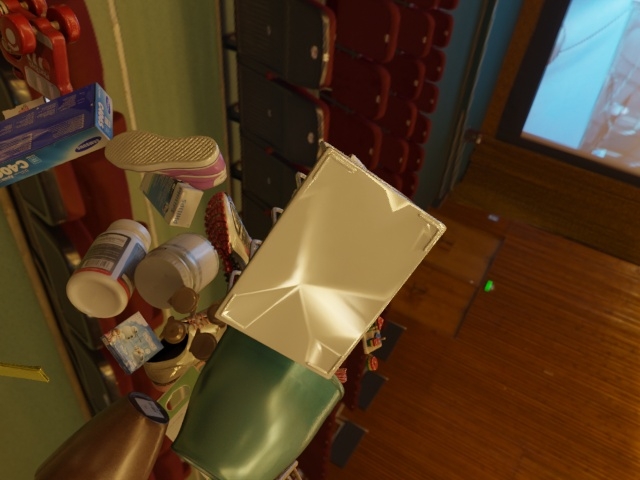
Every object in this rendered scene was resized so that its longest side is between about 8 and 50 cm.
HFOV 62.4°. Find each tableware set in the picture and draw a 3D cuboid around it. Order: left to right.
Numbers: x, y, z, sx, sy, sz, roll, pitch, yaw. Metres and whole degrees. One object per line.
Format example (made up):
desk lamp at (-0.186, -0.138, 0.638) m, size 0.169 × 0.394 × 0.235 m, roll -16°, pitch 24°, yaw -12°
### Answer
tableware set at (-0.290, 0.191, 1.225) m, size 0.020 × 0.168 × 0.141 m, roll 74°, pitch 40°, yaw -76°

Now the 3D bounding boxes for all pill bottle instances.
pill bottle at (-0.765, 0.092, 1.958) m, size 0.363 × 0.210 × 0.210 m, roll -85°, pitch -179°, yaw -53°

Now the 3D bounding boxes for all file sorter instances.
file sorter at (0.005, 0.015, 0.787) m, size 0.278 × 0.192 × 0.173 m, roll -54°, pitch -165°, yaw 14°

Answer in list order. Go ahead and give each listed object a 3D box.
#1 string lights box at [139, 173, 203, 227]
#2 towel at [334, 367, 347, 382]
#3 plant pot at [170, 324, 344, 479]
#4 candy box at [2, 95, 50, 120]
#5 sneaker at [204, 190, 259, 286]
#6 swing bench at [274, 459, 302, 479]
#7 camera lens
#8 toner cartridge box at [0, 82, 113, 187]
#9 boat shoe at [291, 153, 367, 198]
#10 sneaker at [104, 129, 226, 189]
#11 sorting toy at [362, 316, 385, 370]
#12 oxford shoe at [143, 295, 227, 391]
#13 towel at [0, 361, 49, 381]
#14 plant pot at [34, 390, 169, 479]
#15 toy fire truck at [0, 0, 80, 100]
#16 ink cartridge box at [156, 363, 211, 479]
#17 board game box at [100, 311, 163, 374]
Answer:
string lights box at (-0.494, -0.164, 1.729) m, size 0.076 × 0.259 × 0.133 m, roll 8°, pitch 115°, yaw -46°
towel at (-0.041, 0.406, 1.556) m, size 0.329 × 0.237 × 0.037 m, roll 83°, pitch 5°, yaw -74°
plant pot at (-0.132, 0.331, 1.001) m, size 0.255 × 0.271 × 0.272 m, roll -57°, pitch 156°, yaw -28°
candy box at (-0.875, -0.330, 1.648) m, size 0.070 × 0.164 × 0.196 m, roll -31°, pitch 106°, yaw -75°
sneaker at (-0.231, 0.008, 1.467) m, size 0.112 × 0.121 × 0.299 m, roll -19°, pitch 91°, yaw -42°
swing bench at (-0.184, 0.819, 1.600) m, size 0.253 × 0.165 × 0.254 m, roll -43°, pitch 151°, yaw 12°
camera lens at (-0.515, 0.104, 1.927) m, size 0.274 × 0.219 × 0.219 m, roll -50°, pitch 157°, yaw -66°
toner cartridge box at (-0.710, -0.269, 1.366) m, size 0.075 × 0.347 × 0.165 m, roll 59°, pitch 14°, yaw -58°
boat shoe at (0.010, -0.177, 1.501) m, size 0.084 × 0.258 × 0.095 m, roll 52°, pitch 35°, yaw -25°
sneaker at (-0.367, -0.177, 1.281) m, size 0.161 × 0.282 × 0.102 m, roll 78°, pitch 21°, yaw -67°
sorting toy at (0.191, 0.315, 1.891) m, size 0.132 × 0.046 × 0.275 m, roll -4°, pitch 83°, yaw -61°
oxford shoe at (-0.346, 0.271, 1.569) m, size 0.397 × 0.140 × 0.146 m, roll -45°, pitch 146°, yaw -27°
towel at (-0.880, 0.351, 1.456) m, size 0.102 × 0.237 × 0.021 m, roll 110°, pitch -11°, yaw -58°
plant pot at (-0.434, 0.446, 1.120) m, size 0.230 × 0.215 × 0.215 m, roll -53°, pitch 157°, yaw -4°
toy fire truck at (-0.797, -0.528, 1.443) m, size 0.169 × 0.302 × 0.254 m, roll -41°, pitch 157°, yaw -44°
ink cartridge box at (-0.292, 0.452, 1.322) m, size 0.171 × 0.235 × 0.056 m, roll -47°, pitch 168°, yaw -7°
board game box at (-0.366, 0.200, 1.034) m, size 0.020 × 0.090 × 0.090 m, roll -29°, pitch -172°, yaw 36°
